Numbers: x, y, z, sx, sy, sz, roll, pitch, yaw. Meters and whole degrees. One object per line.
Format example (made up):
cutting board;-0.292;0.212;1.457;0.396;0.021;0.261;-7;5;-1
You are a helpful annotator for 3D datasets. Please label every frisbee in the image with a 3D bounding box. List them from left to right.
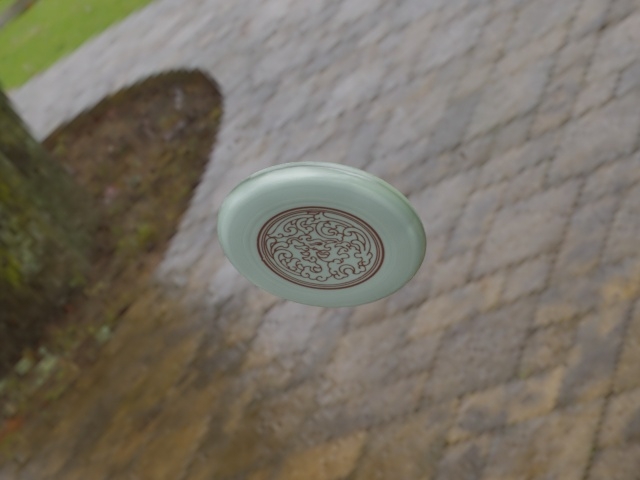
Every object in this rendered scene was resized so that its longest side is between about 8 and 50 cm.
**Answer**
frisbee;0.000;0.000;0.842;0.110;0.110;0.014;-27;37;34
